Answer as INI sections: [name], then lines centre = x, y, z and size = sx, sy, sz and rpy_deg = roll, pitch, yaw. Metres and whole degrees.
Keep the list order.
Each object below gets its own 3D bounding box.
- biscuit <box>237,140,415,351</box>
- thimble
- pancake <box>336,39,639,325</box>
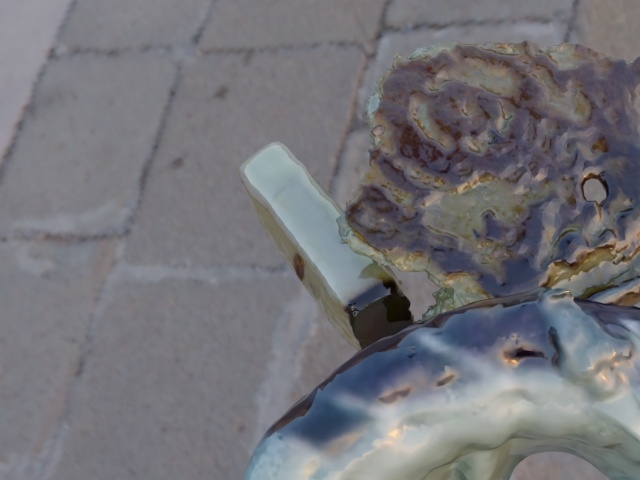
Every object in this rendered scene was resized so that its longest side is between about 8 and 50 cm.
[biscuit]
centre = 0.000, 0.000, 0.965
size = 0.052, 0.056, 0.188
rpy_deg = -34, 40, -4
[thimble]
centre = 0.085, 0.133, 0.515
size = 0.237, 0.150, 0.237
rpy_deg = -1, 82, 7
[pancake]
centre = 0.139, -0.018, 0.906
size = 0.257, 0.056, 0.212
rpy_deg = 3, 69, 1
